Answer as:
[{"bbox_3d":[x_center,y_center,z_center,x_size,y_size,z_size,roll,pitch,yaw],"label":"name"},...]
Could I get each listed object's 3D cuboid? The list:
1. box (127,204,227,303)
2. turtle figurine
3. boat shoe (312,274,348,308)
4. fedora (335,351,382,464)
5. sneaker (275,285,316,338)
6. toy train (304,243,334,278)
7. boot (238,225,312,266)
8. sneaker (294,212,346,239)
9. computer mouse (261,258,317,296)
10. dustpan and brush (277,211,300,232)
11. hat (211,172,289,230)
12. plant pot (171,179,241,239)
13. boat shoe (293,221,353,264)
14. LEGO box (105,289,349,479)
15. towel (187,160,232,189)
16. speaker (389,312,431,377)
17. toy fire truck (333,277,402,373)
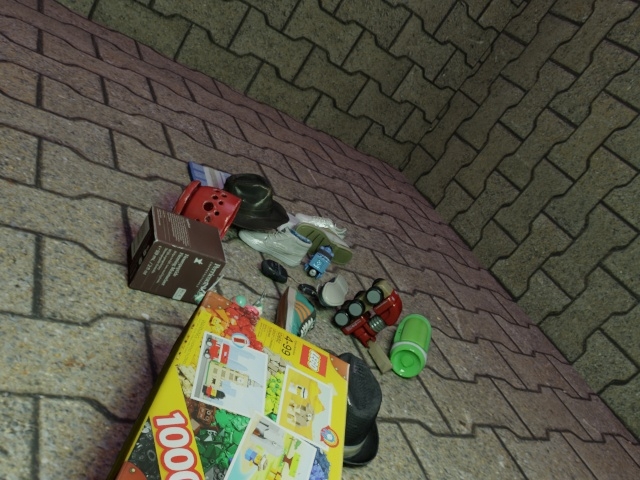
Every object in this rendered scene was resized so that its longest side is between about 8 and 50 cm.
[{"bbox_3d":[-0.391,0.041,1.460,0.203,0.169,0.167,20,26,-32],"label":"box"},{"bbox_3d":[-0.233,0.188,1.311,0.175,0.234,0.118,27,23,-21],"label":"turtle figurine"},{"bbox_3d":[0.031,0.185,1.893,0.095,0.079,0.254,57,18,-6],"label":"boat shoe"},{"bbox_3d":[0.064,0.408,1.417,0.334,0.153,0.334,31,23,-14],"label":"fedora"},{"bbox_3d":[-0.066,0.242,1.614,0.121,0.108,0.302,27,22,-10],"label":"sneaker"},{"bbox_3d":[0.003,0.075,2.050,0.080,0.105,0.184,36,22,0],"label":"toy train"},{"bbox_3d":[-0.159,-0.010,1.959,0.258,0.123,0.095,27,24,-22],"label":"boot"},{"bbox_3d":[-0.002,-0.066,2.342,0.235,0.095,0.090,29,25,-14],"label":"sneaker"},{"bbox_3d":[-0.110,0.138,1.865,0.242,0.041,0.071,33,22,-25],"label":"computer mouse"},{"bbox_3d":[-0.155,-0.061,2.174,0.147,0.060,0.211,30,16,-12],"label":"dustpan and brush"},{"bbox_3d":[-0.254,-0.169,1.970,0.331,0.134,0.331,14,24,-7],"label":"hat"},{"bbox_3d":[-0.369,-0.089,1.727,0.174,0.191,0.191,30,23,-7],"label":"plant pot"},{"bbox_3d":[0.000,0.000,2.206,0.302,0.113,0.103,33,18,-37],"label":"boat shoe"},{"bbox_3d":[-0.157,0.382,1.026,0.372,0.193,0.500,30,28,-11],"label":"LEGO box"},{"bbox_3d":[-0.387,-0.210,2.149,0.284,0.034,0.209,17,31,-35],"label":"towel"},{"bbox_3d":[0.322,0.364,1.916,0.131,0.131,0.296,38,22,3],"label":"speaker"},{"bbox_3d":[0.189,0.286,1.790,0.246,0.217,0.158,52,22,0],"label":"toy fire truck"}]
